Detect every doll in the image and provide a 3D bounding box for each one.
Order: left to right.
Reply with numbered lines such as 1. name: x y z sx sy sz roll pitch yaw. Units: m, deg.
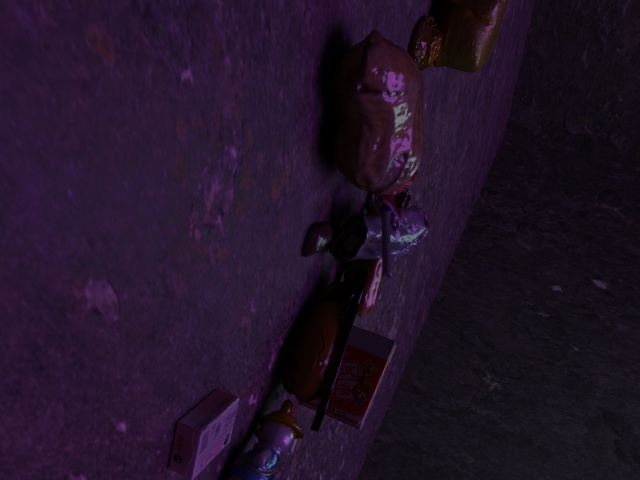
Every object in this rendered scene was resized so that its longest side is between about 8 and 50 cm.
1. doll: -0.110 0.419 1.402 0.241 0.099 0.135 -60 138 -35

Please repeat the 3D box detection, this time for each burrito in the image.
1. burrito: 0.133 -0.010 1.519 0.229 0.089 0.144 -9 156 -39

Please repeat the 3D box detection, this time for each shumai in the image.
1. shumai: 0.169 -0.106 1.710 0.124 0.087 0.098 -49 152 -55

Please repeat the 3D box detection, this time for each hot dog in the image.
1. hot dog: -0.002 0.214 1.511 0.194 0.107 0.325 103 6 -55
2. hot dog: 0.103 0.050 1.661 0.109 0.072 0.269 4 -101 65

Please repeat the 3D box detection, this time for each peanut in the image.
1. peanut: 0.095 -0.212 1.244 0.174 0.158 0.339 -26 138 -24

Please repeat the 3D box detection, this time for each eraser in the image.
1. eraser: 0.071 0.321 1.760 0.230 0.157 0.038 -63 159 -23

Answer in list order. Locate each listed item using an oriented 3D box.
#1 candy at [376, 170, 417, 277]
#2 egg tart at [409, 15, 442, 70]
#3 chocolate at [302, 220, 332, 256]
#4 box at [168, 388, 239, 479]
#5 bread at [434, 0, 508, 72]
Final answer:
1. candy: 0.127 -0.068 1.394 0.365 0.124 0.124 -87 180 -46
2. egg tart: 0.236 -0.431 1.614 0.130 0.052 0.130 17 90 -73
3. chocolate: 0.000 0.000 1.388 0.064 0.031 0.101 -69 166 13
4. box: -0.179 0.297 1.128 0.125 0.043 0.089 -31 137 -66
5. bread: 0.353 -0.526 1.716 0.270 0.148 0.269 22 90 -78
